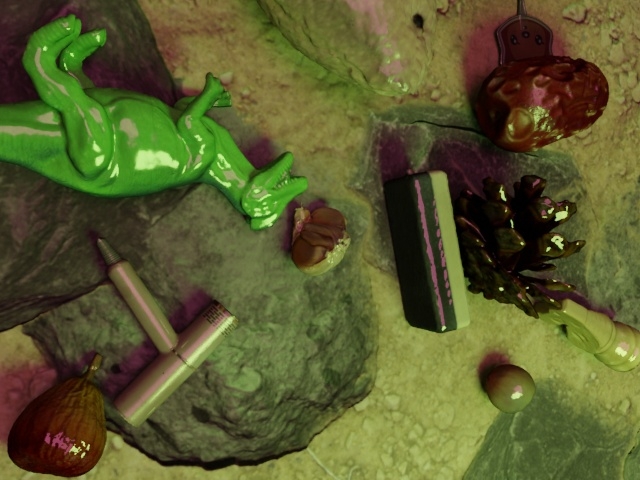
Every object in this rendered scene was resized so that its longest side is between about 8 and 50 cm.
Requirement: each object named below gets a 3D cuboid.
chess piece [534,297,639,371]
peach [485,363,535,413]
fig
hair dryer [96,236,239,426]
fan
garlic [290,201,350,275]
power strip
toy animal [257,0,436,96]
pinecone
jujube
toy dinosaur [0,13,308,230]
[{"bbox_3d":[0.478,0.156,1.022,0.200,0.090,0.090,29,80,-18],"label":"chess piece"},{"bbox_3d":[0.320,0.249,0.969,0.083,0.083,0.083,0,90,-20],"label":"peach"},{"bbox_3d":[-0.320,0.220,0.713,0.119,0.119,0.153,16,83,-19],"label":"fig"},{"bbox_3d":[-0.254,0.108,0.771,0.220,0.053,0.195,47,76,-13],"label":"hair dryer"},{"bbox_3d":[0.367,-0.378,1.026,0.131,0.009,0.220,-10,94,-23],"label":"fan"},{"bbox_3d":[0.005,0.002,0.855,0.074,0.094,0.113,45,64,-56],"label":"garlic"},{"bbox_3d":[0.167,0.012,0.898,0.070,0.105,0.257,-13,94,-21],"label":"power strip"},{"bbox_3d":[0.027,-0.370,0.807,0.358,0.188,0.227,41,67,-14],"label":"toy animal"},{"bbox_3d":[0.309,-0.001,0.900,0.229,0.202,0.201,47,70,-1],"label":"pinecone"},{"bbox_3d":[0.374,-0.232,0.959,0.230,0.155,0.155,-16,95,-28],"label":"jujube"},{"bbox_3d":[-0.297,-0.066,0.741,0.500,0.144,0.375,-40,115,-13],"label":"toy dinosaur"}]
